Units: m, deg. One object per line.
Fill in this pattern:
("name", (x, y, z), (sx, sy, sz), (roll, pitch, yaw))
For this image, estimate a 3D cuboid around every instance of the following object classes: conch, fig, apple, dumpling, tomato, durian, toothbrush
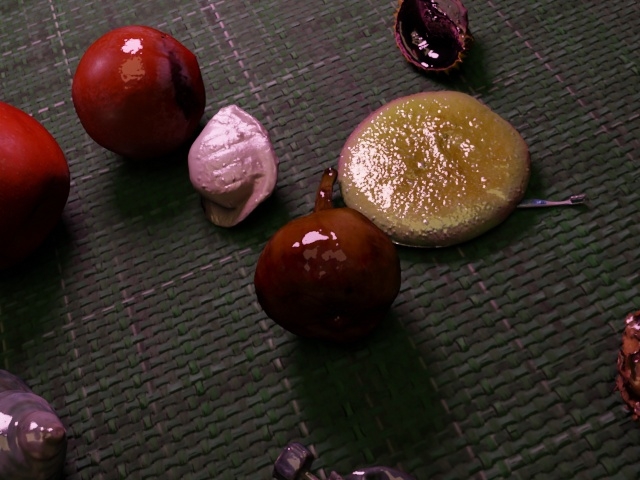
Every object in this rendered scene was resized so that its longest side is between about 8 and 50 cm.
("conch", (-0.413, 0.249, 0.748), (0.277, 0.195, 0.220), (-12, 25, 30))
("fig", (0.029, 0.017, 0.835), (0.191, 0.190, 0.290), (9, 28, 14))
("apple", (-0.506, -0.077, 0.899), (0.216, 0.260, 0.260), (29, 66, -2))
("dumpling", (-0.128, -0.112, 0.952), (0.150, 0.092, 0.176), (10, 62, 17))
("tomato", (-0.281, -0.236, 0.983), (0.184, 0.208, 0.208), (-17, 56, 23))
("durian", (0.206, -0.359, 1.064), (0.108, 0.119, 0.186), (-13, 63, -44))
("toothbrush", (0.302, -0.051, 0.898), (0.162, 0.017, 0.014), (-7, 54, 10))

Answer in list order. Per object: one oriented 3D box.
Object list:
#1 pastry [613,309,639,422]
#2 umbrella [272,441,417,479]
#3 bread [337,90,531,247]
("pastry", (0.455, 0.144, 0.652), (0.275, 0.193, 0.275), (-3, 61, 6))
("umbrella", (0.085, 0.334, 0.655), (0.349, 0.094, 0.143), (32, 64, 26))
("bread", (0.163, -0.119, 0.937), (0.301, 0.045, 0.301), (-6, 57, 10))
